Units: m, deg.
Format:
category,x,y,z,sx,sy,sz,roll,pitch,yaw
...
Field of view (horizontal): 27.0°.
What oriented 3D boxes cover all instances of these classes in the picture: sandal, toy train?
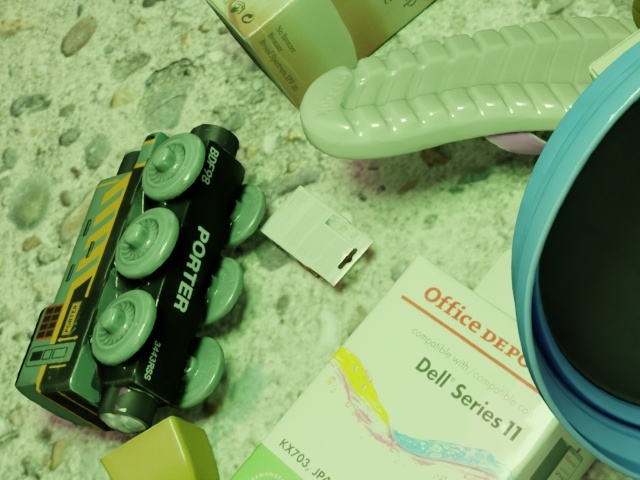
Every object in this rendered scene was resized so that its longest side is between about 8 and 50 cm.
category,x,y,z,sx,sy,sz,roll,pitch,yaw
sandal,0.191,-0.127,1.258,0.416,0.102,0.169,-4,40,6
toy train,-0.177,0.036,1.317,0.190,0.142,0.334,-10,54,38

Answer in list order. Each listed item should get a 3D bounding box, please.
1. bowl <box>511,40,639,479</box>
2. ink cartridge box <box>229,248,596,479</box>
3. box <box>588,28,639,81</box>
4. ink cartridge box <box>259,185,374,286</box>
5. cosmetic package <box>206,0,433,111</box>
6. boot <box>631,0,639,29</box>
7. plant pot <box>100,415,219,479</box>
category,x,y,z,sx,sy,sz,roll,pitch,yaw
bowl,0.319,0.003,0.956,0.391,0.391,0.077,-34,30,5
ink cartridge box,0.104,0.158,1.121,0.207,0.119,0.353,34,81,37
box,0.333,-0.080,1.077,0.149,0.232,0.127,-34,52,4
ink cartridge box,0.000,0.000,1.322,0.063,0.029,0.115,-48,54,-6
cosmetic package,0.033,-0.297,1.403,0.296,0.153,0.129,-41,54,1
boot,0.412,-0.221,1.198,0.213,0.077,0.165,23,53,29
plant pot,-0.138,0.223,1.230,0.081,0.081,0.083,-32,65,6
